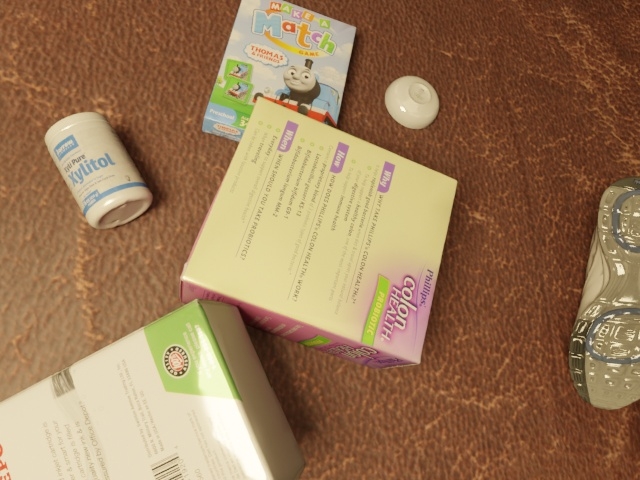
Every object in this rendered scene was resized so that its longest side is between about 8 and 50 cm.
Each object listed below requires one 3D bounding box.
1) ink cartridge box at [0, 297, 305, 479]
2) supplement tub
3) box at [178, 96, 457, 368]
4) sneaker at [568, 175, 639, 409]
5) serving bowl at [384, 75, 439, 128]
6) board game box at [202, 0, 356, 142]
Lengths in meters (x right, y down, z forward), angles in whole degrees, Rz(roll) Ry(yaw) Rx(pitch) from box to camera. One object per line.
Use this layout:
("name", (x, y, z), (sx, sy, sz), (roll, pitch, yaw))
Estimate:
("ink cartridge box", (-0.149, 0.169, 0.396), (0.220, 0.092, 0.160), (-27, 77, 5))
("supplement tub", (-0.234, -0.073, 0.509), (0.071, 0.071, 0.107), (-30, 84, -23))
("box", (0.000, 0.000, 0.531), (0.243, 0.117, 0.213), (21, 68, -9))
("sneaker", (0.398, 0.072, 0.628), (0.111, 0.129, 0.296), (13, 88, 24))
("serving bowl", (0.136, -0.203, 0.685), (0.084, 0.027, 0.083), (5, 71, -16))
("board game box", (-0.048, -0.215, 0.628), (0.160, 0.039, 0.211), (15, 68, -11))
